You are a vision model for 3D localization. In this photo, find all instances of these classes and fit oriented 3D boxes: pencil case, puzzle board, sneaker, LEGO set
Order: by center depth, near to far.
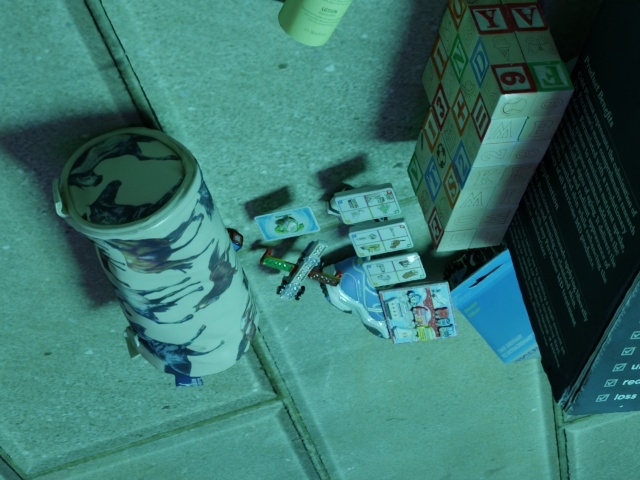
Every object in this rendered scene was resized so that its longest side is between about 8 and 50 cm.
[{"bbox_3d":[-0.197,0.026,1.711,0.183,0.160,0.410,-27,148,-7],"label":"pencil case"},{"bbox_3d":[0.000,0.000,1.842,0.244,0.060,0.182,-12,136,13],"label":"LEGO set"},{"bbox_3d":[0.050,-0.037,1.843,0.044,0.040,0.109,-25,141,31],"label":"sneaker"},{"bbox_3d":[0.140,0.105,1.963,0.096,0.011,0.128,-9,139,7],"label":"puzzle board"},{"bbox_3d":[0.088,0.080,1.988,0.081,0.080,0.211,-30,146,25],"label":"sneaker"},{"bbox_3d":[0.245,0.027,2.009,0.073,0.063,0.162,-5,155,-34],"label":"sneaker"}]

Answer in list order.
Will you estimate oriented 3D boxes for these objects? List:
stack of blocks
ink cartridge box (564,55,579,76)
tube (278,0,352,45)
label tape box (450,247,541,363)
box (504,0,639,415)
[{"bbox_3d":[0.184,-0.141,1.619,0.087,0.171,0.297,-6,146,-16],"label":"stack of blocks"},{"bbox_3d":[0.324,-0.127,1.777,0.153,0.087,0.208,-27,145,16],"label":"ink cartridge box"},{"bbox_3d":[0.031,-0.304,1.419,0.070,0.062,0.240,-41,169,-51],"label":"tube"},{"bbox_3d":[0.357,0.078,1.992,0.348,0.115,0.249,-9,158,-33],"label":"label tape box"},{"bbox_3d":[0.518,-0.059,1.556,0.480,0.297,0.471,0,142,-15],"label":"box"}]
